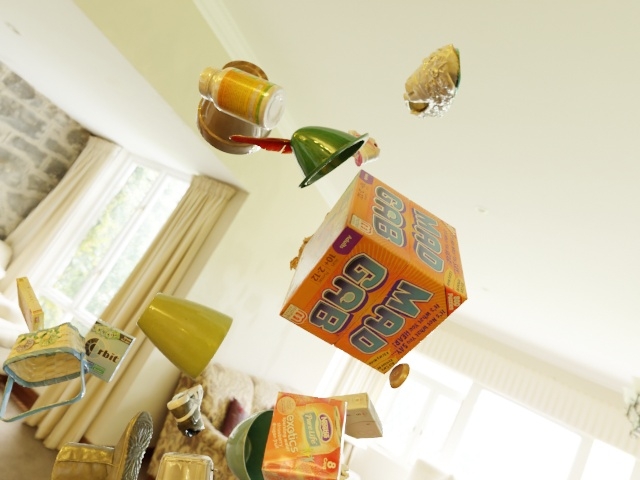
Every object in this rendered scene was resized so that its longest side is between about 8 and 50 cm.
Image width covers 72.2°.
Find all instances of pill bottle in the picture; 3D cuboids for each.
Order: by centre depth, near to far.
[{"bbox_3d":[-0.241,-0.442,1.336,0.246,0.136,0.136,26,-14,13],"label":"pill bottle"}]

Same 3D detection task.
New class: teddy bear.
[{"bbox_3d":[0.000,0.000,1.721,0.113,0.245,0.338,56,-39,16],"label":"teddy bear"}]

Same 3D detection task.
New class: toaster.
[{"bbox_3d":[-0.474,0.816,1.506,0.227,0.146,0.129,7,-23,-2],"label":"toaster"}]

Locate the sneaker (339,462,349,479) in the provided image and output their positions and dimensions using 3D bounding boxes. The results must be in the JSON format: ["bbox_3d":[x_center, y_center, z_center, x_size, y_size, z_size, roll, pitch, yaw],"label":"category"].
[{"bbox_3d":[0.003,0.835,1.384,0.118,0.292,0.110,35,-54,-13],"label":"sneaker"}]

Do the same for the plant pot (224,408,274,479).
[{"bbox_3d":[-0.265,0.832,1.743,0.196,0.289,0.290,-19,-42,33],"label":"plant pot"}]

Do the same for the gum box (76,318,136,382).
[{"bbox_3d":[-0.822,0.418,1.664,0.157,0.184,0.041,29,-7,-5],"label":"gum box"}]

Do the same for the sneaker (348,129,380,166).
[{"bbox_3d":[0.184,-0.398,1.880,0.252,0.112,0.102,-109,-166,-48],"label":"sneaker"}]

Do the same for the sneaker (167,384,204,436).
[{"bbox_3d":[-0.380,0.502,1.279,0.217,0.079,0.121,101,-35,-83],"label":"sneaker"}]

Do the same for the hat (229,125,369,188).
[{"bbox_3d":[-0.034,-0.222,0.893,0.183,0.209,0.173,53,-26,1],"label":"hat"}]

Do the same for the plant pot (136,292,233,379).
[{"bbox_3d":[-0.532,0.336,1.670,0.294,0.274,0.275,35,-14,-12],"label":"plant pot"}]

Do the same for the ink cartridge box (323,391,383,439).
[{"bbox_3d":[0.057,0.543,1.334,0.233,0.066,0.189,-14,-52,12],"label":"ink cartridge box"}]

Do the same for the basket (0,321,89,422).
[{"bbox_3d":[-0.920,0.436,1.468,0.201,0.255,0.288,88,-17,-52],"label":"basket"}]

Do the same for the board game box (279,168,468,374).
[{"bbox_3d":[0.151,0.084,1.274,0.357,0.356,0.356,31,-58,-8],"label":"board game box"}]

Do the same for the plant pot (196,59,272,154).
[{"bbox_3d":[-0.326,-0.556,1.777,0.324,0.323,0.280,30,-31,-6],"label":"plant pot"}]

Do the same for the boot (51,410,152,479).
[{"bbox_3d":[-0.520,0.500,1.047,0.209,0.189,0.076,-7,-38,24],"label":"boot"}]

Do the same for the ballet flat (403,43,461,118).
[{"bbox_3d":[0.297,-0.409,1.211,0.147,0.146,0.409,27,7,8],"label":"ballet flat"}]

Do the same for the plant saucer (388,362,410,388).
[{"bbox_3d":[0.216,0.374,1.227,0.015,0.083,0.083,38,-15,-12],"label":"plant saucer"}]

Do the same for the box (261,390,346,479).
[{"bbox_3d":[-0.028,0.459,0.918,0.142,0.154,0.299,6,-45,6],"label":"box"}]

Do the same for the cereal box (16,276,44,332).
[{"bbox_3d":[-1.218,0.290,1.843,0.048,0.172,0.240,-13,44,-43],"label":"cereal box"}]
